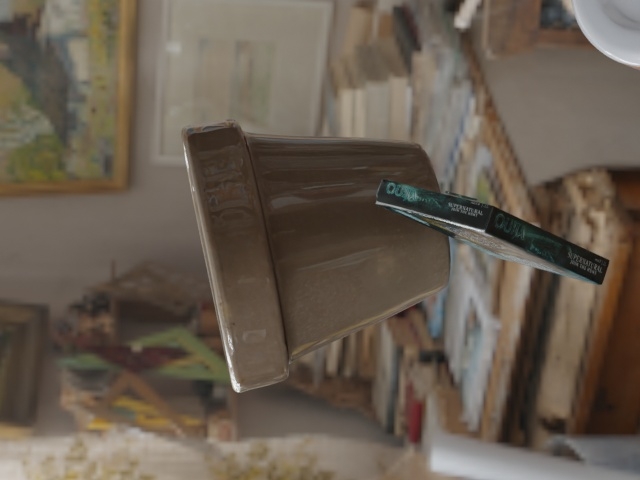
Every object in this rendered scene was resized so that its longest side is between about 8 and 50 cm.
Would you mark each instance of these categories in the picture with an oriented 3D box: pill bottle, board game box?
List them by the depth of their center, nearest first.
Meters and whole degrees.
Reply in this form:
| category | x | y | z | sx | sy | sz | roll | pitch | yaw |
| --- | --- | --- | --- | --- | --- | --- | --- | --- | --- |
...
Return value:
| category | x | y | z | sx | sy | sz | roll | pitch | yaw |
| --- | --- | --- | --- | --- | --- | --- | --- | --- | --- |
| pill bottle | 0.287 | -0.180 | 1.127 | 0.216 | 0.121 | 0.121 | 4 | -93 | -57 |
| board game box | 0.151 | -0.007 | 1.281 | 0.126 | 0.186 | 0.026 | 17 | 86 | 43 |

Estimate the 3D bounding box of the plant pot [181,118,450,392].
| category | x | y | z | sx | sy | sz | roll | pitch | yaw |
| --- | --- | --- | --- | --- | --- | --- | --- | --- | --- |
| plant pot | 0.000 | 0.000 | 1.425 | 0.263 | 0.229 | 0.263 | 170 | 90 | -85 |
